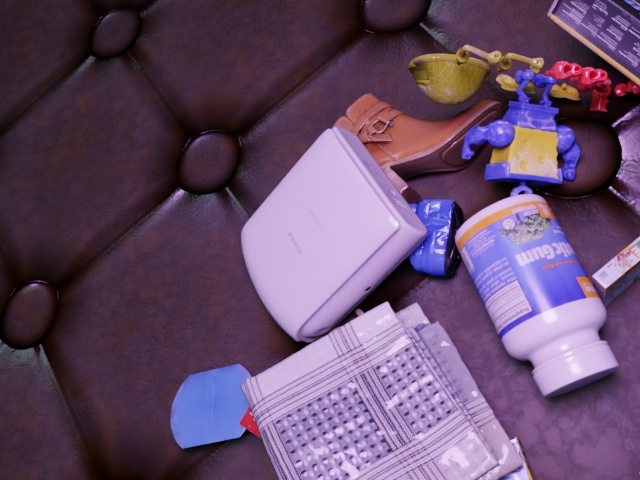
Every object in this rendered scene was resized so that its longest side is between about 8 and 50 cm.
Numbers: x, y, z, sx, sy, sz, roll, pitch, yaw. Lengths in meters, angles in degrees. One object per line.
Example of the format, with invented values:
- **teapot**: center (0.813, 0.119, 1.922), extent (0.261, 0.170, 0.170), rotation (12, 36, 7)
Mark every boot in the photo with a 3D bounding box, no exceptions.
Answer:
- **boot**: center (0.158, -0.194, 1.211), extent (0.283, 0.109, 0.220), rotation (-44, 56, 9)

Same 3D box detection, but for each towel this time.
- **towel**: center (0.078, 0.259, 0.991), extent (0.324, 0.056, 0.312), rotation (-26, 52, -7)

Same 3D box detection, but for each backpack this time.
- **backpack**: center (0.184, 0.000, 1.116), extent (0.101, 0.098, 0.120), rotation (1, 82, 27)

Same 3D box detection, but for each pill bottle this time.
- **pill bottle**: center (0.318, 0.081, 0.992), extent (0.152, 0.152, 0.271), rotation (-26, 65, 11)

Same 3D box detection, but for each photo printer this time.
- **photo printer**: center (0.000, 0.000, 1.140), extent (0.307, 0.107, 0.256), rotation (-47, 56, 24)

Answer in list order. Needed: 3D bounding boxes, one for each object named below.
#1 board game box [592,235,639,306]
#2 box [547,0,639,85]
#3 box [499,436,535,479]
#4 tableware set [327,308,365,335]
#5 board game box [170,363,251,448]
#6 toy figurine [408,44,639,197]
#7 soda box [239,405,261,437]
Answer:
- **board game box**: center (0.464, 0.026, 0.985), extent (0.154, 0.103, 0.026), rotation (-41, 61, 3)
- **box**: center (0.538, -0.281, 1.005), extent (0.257, 0.079, 0.322), rotation (-15, 54, -34)
- **box**: center (0.281, 0.367, 0.951), extent (0.059, 0.054, 0.168), rotation (-22, 62, 13)
- **tableware set**: center (0.080, 0.221, 1.102), extent (0.128, 0.039, 0.194), rotation (-41, 65, -11)
- **board game box**: center (-0.180, 0.291, 1.181), extent (0.169, 0.033, 0.133), rotation (-16, 53, 17)
- **toy figurine**: center (0.312, -0.155, 1.040), extent (0.191, 0.363, 0.217), rotation (-157, 71, -67)
- **soda box**: center (0.007, 0.320, 1.065), extent (0.263, 0.083, 0.092), rotation (25, 80, 29)
